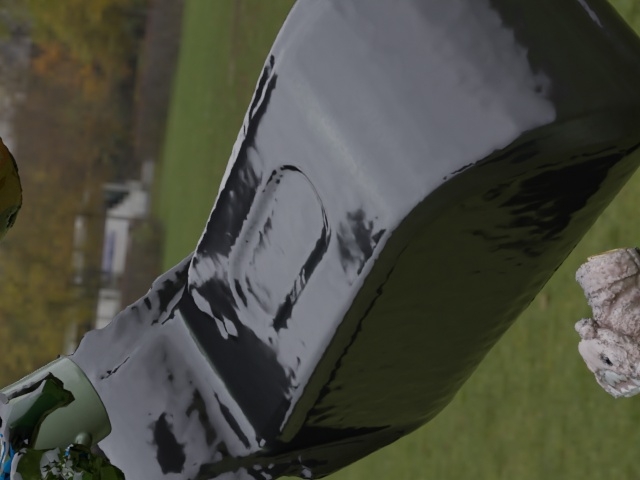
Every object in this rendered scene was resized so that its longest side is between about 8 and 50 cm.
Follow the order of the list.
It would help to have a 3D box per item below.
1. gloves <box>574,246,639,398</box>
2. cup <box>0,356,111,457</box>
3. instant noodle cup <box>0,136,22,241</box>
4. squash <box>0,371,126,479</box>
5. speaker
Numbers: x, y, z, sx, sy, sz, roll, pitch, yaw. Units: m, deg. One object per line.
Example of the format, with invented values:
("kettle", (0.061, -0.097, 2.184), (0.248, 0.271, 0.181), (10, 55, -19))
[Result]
("gloves", (0.276, 0.078, 1.475), (0.110, 0.094, 0.144), (80, 174, -68))
("cup", (-0.148, 0.101, 0.823), (0.075, 0.083, 0.054), (16, 133, 57))
("instant noodle cup", (-0.328, -0.012, 1.116), (0.182, 0.230, 0.230), (-55, -12, -38))
("squash", (-0.051, 0.167, 0.421), (0.087, 0.087, 0.331), (103, 159, -44))
("speaker", (0.000, 0.000, 0.849), (0.180, 0.184, 0.388), (53, 148, 18))
